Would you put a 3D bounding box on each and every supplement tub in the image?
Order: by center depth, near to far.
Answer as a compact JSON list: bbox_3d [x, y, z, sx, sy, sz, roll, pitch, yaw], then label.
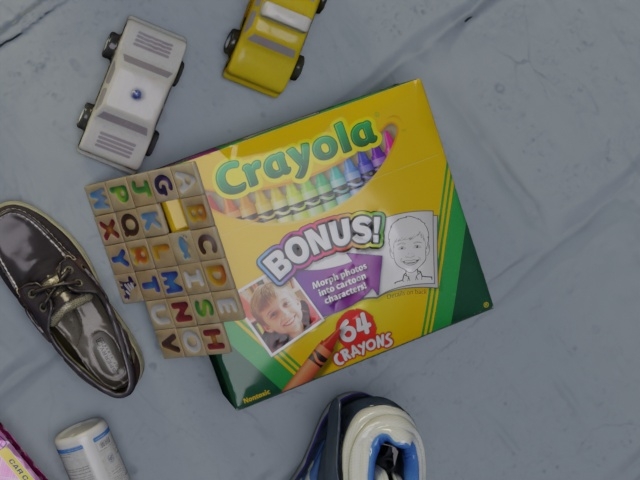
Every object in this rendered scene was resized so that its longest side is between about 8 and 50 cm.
[{"bbox_3d":[-0.283,0.284,1.643,0.071,0.071,0.107,-22,100,-12],"label":"supplement tub"}]

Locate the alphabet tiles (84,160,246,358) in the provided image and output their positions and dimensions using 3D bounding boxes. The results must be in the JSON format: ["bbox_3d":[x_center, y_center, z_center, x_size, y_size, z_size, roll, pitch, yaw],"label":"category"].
[{"bbox_3d":[-0.187,0.031,1.598,0.009,0.198,0.237,-28,104,-49],"label":"alphabet tiles"}]

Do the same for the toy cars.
[{"bbox_3d":[-0.140,-0.229,1.625,0.393,0.087,0.177,-30,101,-10],"label":"toy cars"}]

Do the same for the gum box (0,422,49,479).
[{"bbox_3d":[-0.395,0.318,1.621,0.107,0.062,0.188,-38,103,-8],"label":"gum box"}]

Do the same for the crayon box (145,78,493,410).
[{"bbox_3d":[0.000,0.000,1.671,0.362,0.106,0.313,-21,100,-12],"label":"crayon box"}]

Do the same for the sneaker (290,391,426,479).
[{"bbox_3d":[0.033,0.353,1.644,0.130,0.236,0.323,19,90,-15],"label":"sneaker"}]

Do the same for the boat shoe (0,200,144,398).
[{"bbox_3d":[-0.310,0.075,1.606,0.102,0.092,0.285,-34,102,-9],"label":"boat shoe"}]
